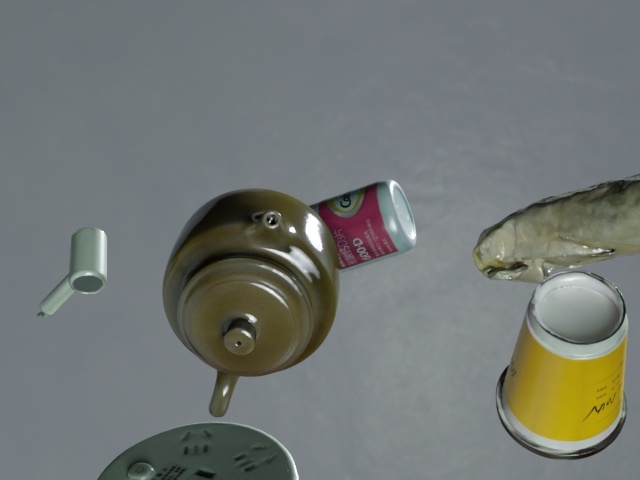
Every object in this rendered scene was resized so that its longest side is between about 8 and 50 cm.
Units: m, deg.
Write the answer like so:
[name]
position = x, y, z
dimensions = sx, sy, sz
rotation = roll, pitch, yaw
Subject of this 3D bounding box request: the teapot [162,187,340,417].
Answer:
[teapot]
position = -0.078, 0.071, 1.468
dimensions = 0.175, 0.185, 0.268
rotation = -77, -178, -62

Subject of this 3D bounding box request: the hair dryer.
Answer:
[hair dryer]
position = -0.261, 0.044, 1.459
dimensions = 0.038, 0.124, 0.063
rotation = 22, 44, -29

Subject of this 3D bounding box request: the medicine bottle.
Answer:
[medicine bottle]
position = 0.000, 0.000, 1.678
dimensions = 0.090, 0.216, 0.090
rotation = -18, 90, -74

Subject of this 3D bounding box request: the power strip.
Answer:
[power strip]
position = -0.179, 0.447, 2.212
dimensions = 0.357, 0.357, 0.161
rotation = -118, -163, -58

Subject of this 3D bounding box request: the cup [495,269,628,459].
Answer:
[cup]
position = 0.354, 0.180, 2.025
dimensions = 0.280, 0.196, 0.196
rotation = 87, -21, -50

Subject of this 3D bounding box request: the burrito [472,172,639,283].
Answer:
[burrito]
position = 0.346, -0.020, 1.685
dimensions = 0.175, 0.348, 0.107
rotation = -15, 86, -58
